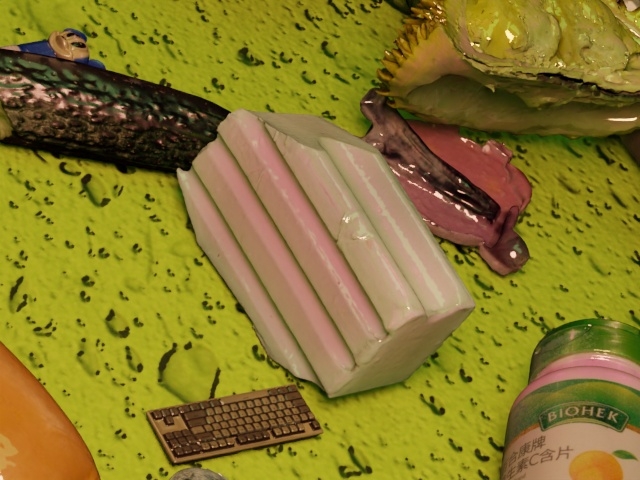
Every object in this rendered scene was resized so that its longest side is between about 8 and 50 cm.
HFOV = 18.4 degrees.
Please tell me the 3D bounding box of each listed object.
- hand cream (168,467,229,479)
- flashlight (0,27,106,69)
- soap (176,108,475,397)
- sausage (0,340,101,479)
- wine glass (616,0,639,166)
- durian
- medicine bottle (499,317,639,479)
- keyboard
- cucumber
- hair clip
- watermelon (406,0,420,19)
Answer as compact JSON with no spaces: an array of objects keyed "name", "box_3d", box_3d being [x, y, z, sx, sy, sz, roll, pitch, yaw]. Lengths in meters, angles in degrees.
[{"name":"hand cream","box_3d":[-0.101,0.224,1.301,0.095,0.046,0.175,41,45,-10]},{"name":"flashlight","box_3d":[-0.232,-0.149,1.589,0.121,0.035,0.057,-12,58,-37]},{"name":"soap","box_3d":[0.000,0.000,1.505,0.091,0.145,0.230,-7,58,-45]},{"name":"sausage","box_3d":[-0.268,0.095,1.286,0.354,0.116,0.134,40,33,5]},{"name":"wine glass","box_3d":[0.315,-0.162,1.841,0.126,0.126,0.241,1,49,-28]},{"name":"durian","box_3d":[0.185,-0.137,1.635,0.352,0.158,0.169,4,25,-35]},{"name":"medicine bottle","box_3d":[0.195,0.185,1.439,0.133,0.133,0.274,23,42,-8]},{"name":"keyboard","box_3d":[-0.061,0.132,1.432,0.129,0.015,0.049,-7,54,-34]},{"name":"cucumber","box_3d":[-0.160,-0.097,1.555,0.241,0.074,0.074,11,46,-21]},{"name":"hair clip","box_3d":[0.102,-0.059,1.688,0.187,0.056,0.146,34,41,-9]},{"name":"watermelon","box_3d":[0.180,-0.251,1.802,0.215,0.188,0.188,-8,54,-30]}]
